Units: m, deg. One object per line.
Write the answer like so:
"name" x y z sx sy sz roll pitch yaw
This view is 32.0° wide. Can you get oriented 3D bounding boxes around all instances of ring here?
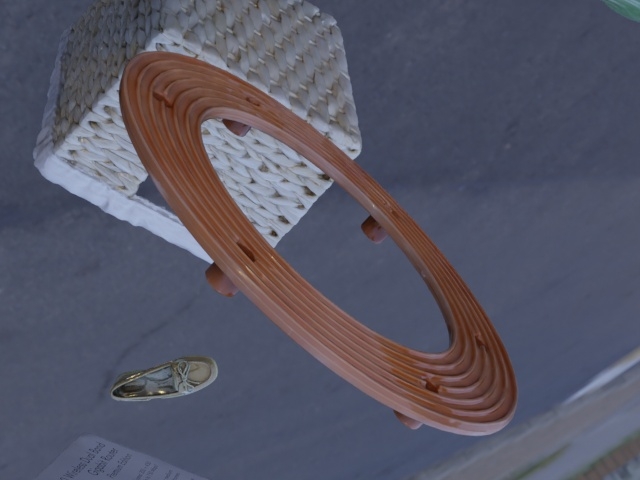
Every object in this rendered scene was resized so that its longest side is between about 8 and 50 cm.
"ring" 0.000 0.000 0.735 0.032 0.336 0.336 -47 159 18

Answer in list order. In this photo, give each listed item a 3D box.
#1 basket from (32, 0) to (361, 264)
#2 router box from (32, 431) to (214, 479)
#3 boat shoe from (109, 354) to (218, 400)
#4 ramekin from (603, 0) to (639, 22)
"basket" -0.153 -0.189 1.452 0.328 0.331 0.266 29 123 -27
"router box" -0.096 0.272 0.832 0.335 0.301 0.082 -60 171 -85
"boat shoe" -0.222 0.200 1.583 0.153 0.056 0.048 -8 -175 2
"ramekin" 0.306 -0.377 1.074 0.148 0.303 0.303 13 141 -22
